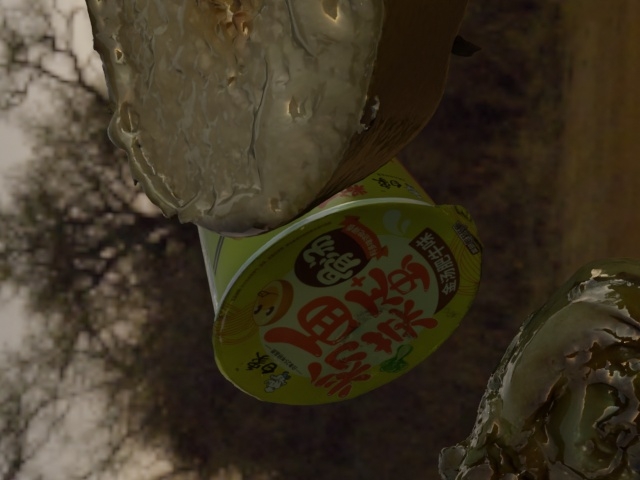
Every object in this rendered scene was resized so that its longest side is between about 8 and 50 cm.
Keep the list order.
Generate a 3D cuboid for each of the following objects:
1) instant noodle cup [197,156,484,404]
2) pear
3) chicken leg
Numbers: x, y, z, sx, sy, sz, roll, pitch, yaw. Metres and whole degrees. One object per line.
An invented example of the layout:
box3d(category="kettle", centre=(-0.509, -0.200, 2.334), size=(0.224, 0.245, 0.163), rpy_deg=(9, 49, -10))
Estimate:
box3d(category="instant noodle cup", centre=(0.000, 0.000, 1.537), size=(0.311, 0.311, 0.221), rpy_deg=(93, 159, -45))
box3d(category="pear", centre=(0.002, -0.140, 0.732), size=(0.267, 0.178, 0.266), rpy_deg=(13, 108, 46))
box3d(category="chicken leg", centre=(0.065, 0.068, 0.408), size=(0.070, 0.093, 0.178), rpy_deg=(55, 158, 15))
